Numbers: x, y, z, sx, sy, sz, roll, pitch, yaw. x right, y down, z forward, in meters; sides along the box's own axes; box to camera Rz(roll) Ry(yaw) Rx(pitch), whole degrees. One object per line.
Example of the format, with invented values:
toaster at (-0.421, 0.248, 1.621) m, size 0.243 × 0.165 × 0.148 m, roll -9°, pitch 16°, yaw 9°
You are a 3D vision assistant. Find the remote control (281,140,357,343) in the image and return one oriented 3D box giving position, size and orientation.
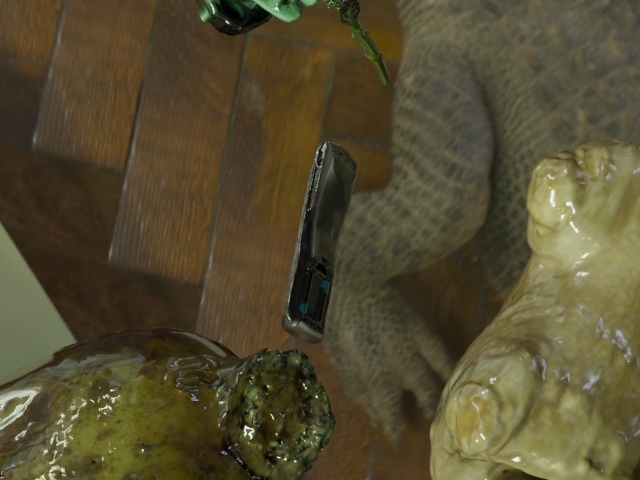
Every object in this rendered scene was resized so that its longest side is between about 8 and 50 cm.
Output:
remote control at (0.000, 0.000, 1.448) m, size 0.059 × 0.028 × 0.212 m, roll 32°, pitch 61°, yaw -42°

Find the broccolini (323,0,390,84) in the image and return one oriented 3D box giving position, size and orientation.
broccolini at (0.038, -0.223, 1.536) m, size 0.042 × 0.218 × 0.044 m, roll -45°, pitch 65°, yaw -6°

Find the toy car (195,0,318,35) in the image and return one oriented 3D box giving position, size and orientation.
toy car at (-0.045, -0.127, 0.429) m, size 0.143 × 0.073 × 0.054 m, roll 46°, pitch 70°, yaw -9°

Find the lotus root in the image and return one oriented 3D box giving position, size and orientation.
lotus root at (-0.169, 0.178, 0.908) m, size 0.397 × 0.196 × 0.179 m, roll -28°, pitch 38°, yaw 22°

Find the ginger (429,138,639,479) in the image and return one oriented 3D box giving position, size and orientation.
ginger at (0.159, 0.058, 0.871) m, size 0.276 × 0.130 × 0.221 m, roll -30°, pitch 121°, yaw -43°

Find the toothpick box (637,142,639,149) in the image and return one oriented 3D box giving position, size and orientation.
toothpick box at (0.463, 0.038, 1.391) m, size 0.409 × 0.409 × 0.425 m, roll 5°, pitch 110°, yaw -8°
